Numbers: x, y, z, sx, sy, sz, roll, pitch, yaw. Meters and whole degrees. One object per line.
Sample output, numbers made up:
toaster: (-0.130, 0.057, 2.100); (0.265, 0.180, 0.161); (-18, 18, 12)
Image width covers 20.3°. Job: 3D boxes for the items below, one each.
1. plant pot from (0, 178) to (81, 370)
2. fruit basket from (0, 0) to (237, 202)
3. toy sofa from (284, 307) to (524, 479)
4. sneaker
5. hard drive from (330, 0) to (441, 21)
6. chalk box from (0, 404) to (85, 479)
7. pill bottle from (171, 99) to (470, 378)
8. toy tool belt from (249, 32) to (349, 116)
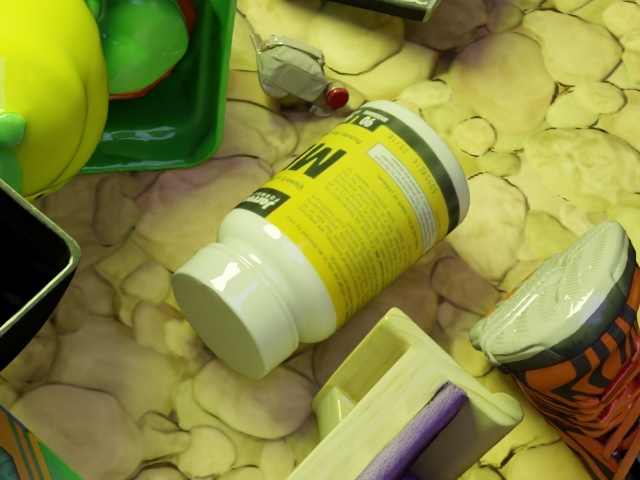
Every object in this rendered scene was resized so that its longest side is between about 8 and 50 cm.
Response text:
plant pot: (-0.268, 0.045, 1.025); (0.188, 0.167, 0.187); (39, 64, 10)
fruit basket: (-0.234, -0.116, 1.230); (0.392, 0.283, 0.392); (4, 51, -5)
toy sofa: (-0.010, 0.228, 1.150); (0.177, 0.150, 0.362); (42, 53, 6)
sneaker: (0.204, 0.092, 1.206); (0.124, 0.321, 0.180); (-42, 87, 1)
hard drive: (0.064, -0.298, 1.464); (0.172, 0.054, 0.255); (15, 68, 19)
chalk box: (-0.290, 0.172, 1.151); (0.289, 0.179, 0.180); (39, 65, 8)
pill bottle: (0.000, 0.000, 1.313); (0.208, 0.119, 0.119); (-40, 78, -24)
toy tool belt: (-0.017, -0.136, 1.409); (0.083, 0.052, 0.051); (19, 32, -36)
